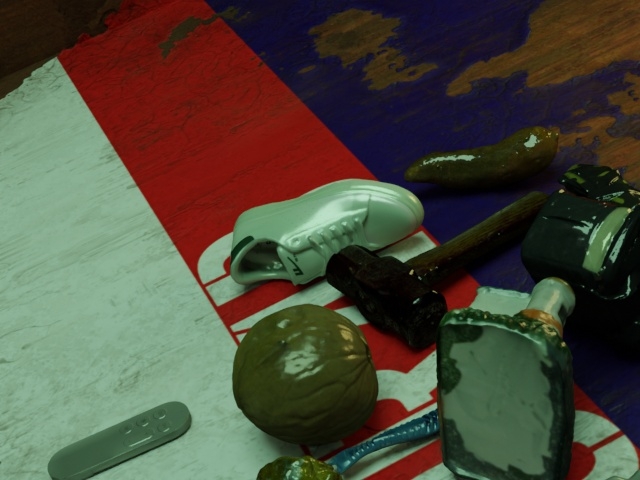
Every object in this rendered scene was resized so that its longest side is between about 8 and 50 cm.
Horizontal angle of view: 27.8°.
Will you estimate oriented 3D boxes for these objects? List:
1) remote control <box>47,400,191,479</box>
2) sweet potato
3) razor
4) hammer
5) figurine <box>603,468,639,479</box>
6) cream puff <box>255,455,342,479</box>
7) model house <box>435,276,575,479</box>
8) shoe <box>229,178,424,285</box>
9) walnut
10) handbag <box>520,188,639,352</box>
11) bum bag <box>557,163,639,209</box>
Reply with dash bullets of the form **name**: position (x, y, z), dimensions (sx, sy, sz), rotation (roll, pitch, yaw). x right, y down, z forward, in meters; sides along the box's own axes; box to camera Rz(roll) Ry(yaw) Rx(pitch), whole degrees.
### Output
- **remote control**: position (-0.325, 0.328, 2.096), dimensions (0.245, 0.022, 0.077), rotation (-23, 34, -6)
- **sweet potato**: position (0.299, -0.138, 2.369), dimensions (0.291, 0.097, 0.097), rotation (-14, 36, 17)
- **razor**: position (0.104, 0.301, 1.924), dimensions (0.253, 0.042, 0.082), rotation (-24, 36, -8)
- **hammer**: position (0.234, 0.014, 2.205), dimensions (0.408, 0.095, 0.242), rotation (-30, 37, -19)
- **figurine**: position (0.415, 0.372, 1.591), dimensions (0.176, 0.133, 0.236), rotation (-14, 16, 3)
- **cream puff**: position (-0.033, 0.376, 1.835), dimensions (0.146, 0.116, 0.146), rotation (-36, 42, 41)
- **model house**: position (0.296, 0.166, 1.857), dimensions (0.190, 0.271, 0.301), rotation (6, 31, 23)
- **shoe**: position (0.000, 0.000, 2.294), dimensions (0.363, 0.132, 0.160), rotation (-9, 36, 20)
- **walnut**: position (-0.025, 0.209, 1.971), dimensions (0.228, 0.228, 0.228), rotation (-12, 36, 9)
- **handbag**: position (0.432, 0.042, 1.941), dimensions (0.181, 0.254, 0.181), rotation (18, 65, 38)
- **bum bag**: position (0.497, -0.075, 2.226), dimensions (0.106, 0.060, 0.232), rotation (-17, 37, -13)
